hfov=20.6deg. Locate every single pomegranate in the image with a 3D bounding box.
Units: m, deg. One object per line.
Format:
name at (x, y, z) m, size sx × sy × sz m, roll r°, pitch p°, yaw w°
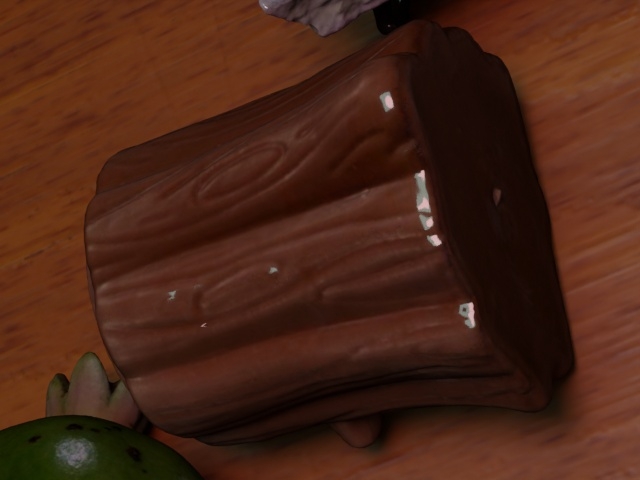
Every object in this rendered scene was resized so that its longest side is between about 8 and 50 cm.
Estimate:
pomegranate at (-0.140, 0.165, 1.018) m, size 0.187 × 0.187 × 0.225 m, roll -21°, pitch 40°, yaw 18°

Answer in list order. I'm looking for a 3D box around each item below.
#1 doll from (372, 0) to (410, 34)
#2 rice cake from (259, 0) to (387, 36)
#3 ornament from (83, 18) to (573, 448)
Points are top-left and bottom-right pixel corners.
doll at (0.066, -0.217, 1.085) m, size 0.139 × 0.057 × 0.165 m, roll -32°, pitch 64°, yaw 14°
rice cake at (0.115, -0.221, 1.004) m, size 0.365 × 0.056 × 0.073 m, roll -32°, pitch 61°, yaw -9°
ornament at (0.000, 0.000, 0.981) m, size 0.217 × 0.235 × 0.221 m, roll -16°, pitch 45°, yaw 23°
